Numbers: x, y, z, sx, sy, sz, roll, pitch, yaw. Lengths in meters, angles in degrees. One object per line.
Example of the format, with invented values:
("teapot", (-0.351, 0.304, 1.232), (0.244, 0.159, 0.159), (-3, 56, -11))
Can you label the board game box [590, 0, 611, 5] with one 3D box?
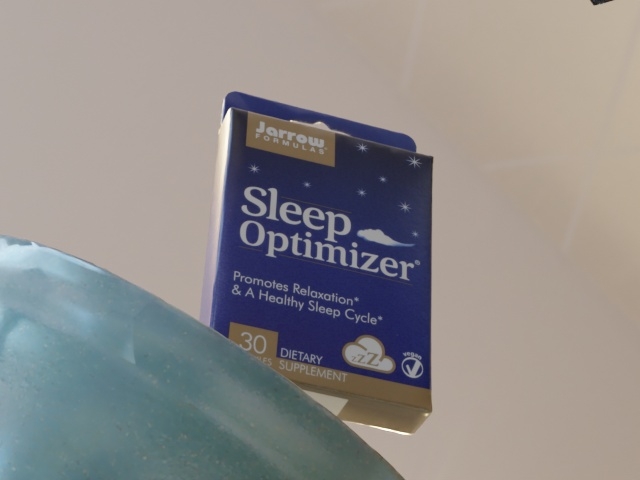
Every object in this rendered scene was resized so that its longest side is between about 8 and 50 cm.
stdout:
("board game box", (0.083, -0.191, 0.590), (0.141, 0.048, 0.170), (30, -119, -32))

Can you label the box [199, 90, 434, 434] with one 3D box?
("box", (0.000, 0.000, 1.029), (0.136, 0.036, 0.225), (13, -128, -14))

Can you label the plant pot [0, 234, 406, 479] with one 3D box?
("plant pot", (-0.106, 0.163, 0.743), (0.293, 0.293, 0.196), (39, -113, -8))
